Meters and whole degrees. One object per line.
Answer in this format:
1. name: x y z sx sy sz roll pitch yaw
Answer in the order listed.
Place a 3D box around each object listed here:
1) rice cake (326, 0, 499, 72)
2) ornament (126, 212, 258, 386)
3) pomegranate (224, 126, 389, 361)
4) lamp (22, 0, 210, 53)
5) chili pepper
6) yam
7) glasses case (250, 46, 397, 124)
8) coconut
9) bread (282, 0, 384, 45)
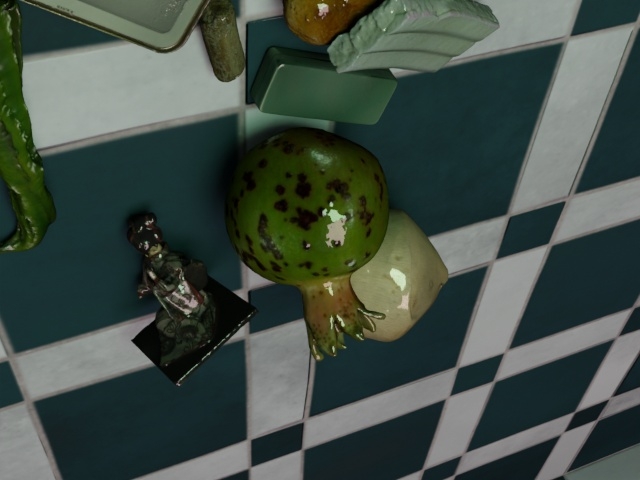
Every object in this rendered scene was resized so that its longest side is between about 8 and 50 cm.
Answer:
1. rice cake: 0.119 -0.247 0.960 0.127 0.043 0.237 -32 170 35
2. ornament: -0.222 0.056 1.105 0.153 0.166 0.196 -41 127 -19
3. pomegranate: 0.005 -0.011 1.036 0.231 0.286 0.231 -30 163 -10
4. lamp: -0.188 -0.324 0.745 0.269 0.047 0.266 13 127 -42
5. chili pepper: -0.350 -0.099 0.890 0.085 0.076 0.359 -35 151 -36
6. yam: -0.111 -0.228 0.911 0.043 0.043 0.094 -23 144 -8
7. glasses case: 0.007 -0.196 1.025 0.184 0.039 0.078 1 134 -33
8. coconut: 0.087 0.056 1.244 0.224 0.224 0.224 -18 142 -15
9. bread: 0.112 -0.324 0.909 0.344 0.084 0.124 -27 172 -5
